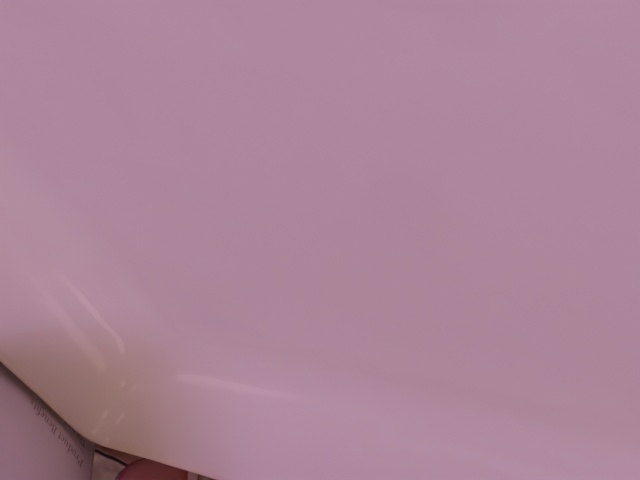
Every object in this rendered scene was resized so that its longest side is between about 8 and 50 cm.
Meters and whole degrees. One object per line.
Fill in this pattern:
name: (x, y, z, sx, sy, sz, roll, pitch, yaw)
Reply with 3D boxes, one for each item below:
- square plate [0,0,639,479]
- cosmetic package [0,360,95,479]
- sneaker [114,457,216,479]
square plate: (0.000, 0.000, 0.524, 0.344, 0.049, 0.347, 10, 153, 30)
cosmetic package: (-0.148, 0.091, 0.692, 0.085, 0.231, 0.117, -14, 134, 19)
sneaker: (-0.022, 0.107, 0.834, 0.134, 0.051, 0.070, 12, 136, -12)
